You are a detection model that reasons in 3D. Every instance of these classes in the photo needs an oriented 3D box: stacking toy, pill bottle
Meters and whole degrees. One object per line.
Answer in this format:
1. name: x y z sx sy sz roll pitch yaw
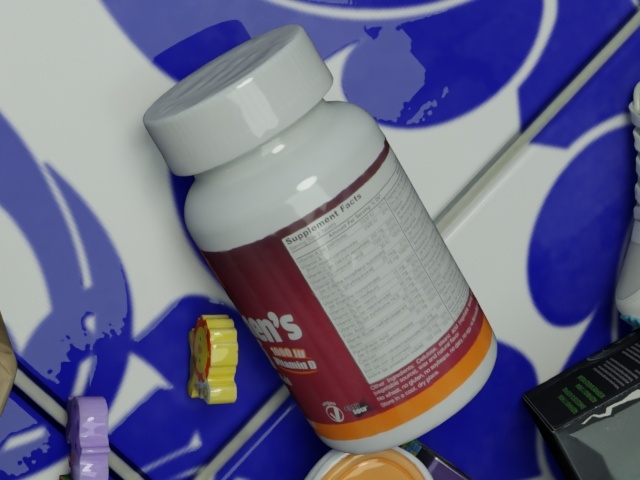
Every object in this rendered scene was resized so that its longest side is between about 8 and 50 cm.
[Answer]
1. stacking toy: -0.131 0.154 0.756 0.166 0.052 0.221 -1 95 -23
2. pill bottle: 0.000 0.000 0.750 0.121 0.121 0.221 -35 109 -10

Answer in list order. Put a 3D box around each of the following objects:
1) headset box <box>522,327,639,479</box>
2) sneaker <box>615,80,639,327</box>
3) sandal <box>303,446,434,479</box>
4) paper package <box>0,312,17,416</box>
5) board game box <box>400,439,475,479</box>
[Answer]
1. headset box: 0.293 0.150 0.817 0.283 0.131 0.246 -31 93 2
2. sneaker: 0.233 -0.055 0.847 0.092 0.087 0.229 26 85 -13
3. sandal: 0.002 0.247 0.771 0.102 0.076 0.265 25 90 -17
4. paper package: -0.276 0.128 0.579 0.168 0.309 0.325 24 93 -21
5. board game box: 0.085 0.230 0.862 0.170 0.048 0.141 36 88 -21
